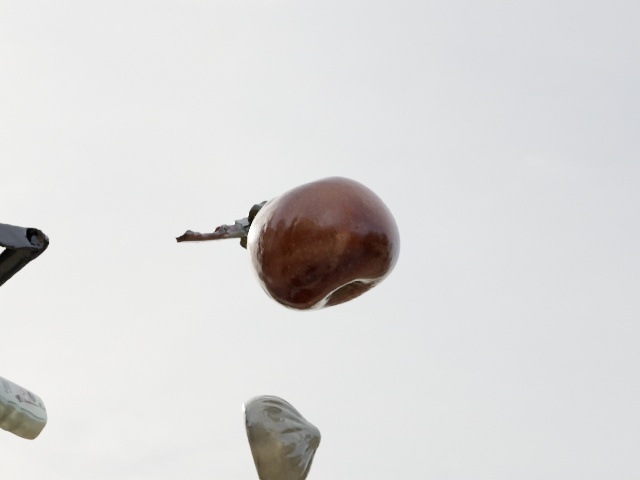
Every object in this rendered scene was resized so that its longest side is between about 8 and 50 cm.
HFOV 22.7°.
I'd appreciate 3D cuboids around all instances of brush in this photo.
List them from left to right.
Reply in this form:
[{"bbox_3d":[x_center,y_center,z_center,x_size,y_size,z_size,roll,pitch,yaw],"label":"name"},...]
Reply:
[{"bbox_3d":[-0.115,-0.012,2.337,0.084,0.071,0.301,-34,-12,27],"label":"brush"}]

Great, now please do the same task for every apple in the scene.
[{"bbox_3d":[0.000,0.000,2.052,0.201,0.162,0.201,-22,-15,-7],"label":"apple"}]

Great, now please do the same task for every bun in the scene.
[{"bbox_3d":[-0.045,0.262,2.053,0.094,0.138,0.138,-14,-24,0],"label":"bun"}]

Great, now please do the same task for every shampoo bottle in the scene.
[{"bbox_3d":[-0.403,0.187,1.917,0.152,0.077,0.045,30,-73,-35],"label":"shampoo bottle"}]

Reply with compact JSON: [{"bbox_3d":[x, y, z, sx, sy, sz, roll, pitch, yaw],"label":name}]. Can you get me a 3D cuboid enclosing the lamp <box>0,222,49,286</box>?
[{"bbox_3d":[-0.535,-0.060,1.832,0.205,0.272,0.374,-36,-18,28],"label":"lamp"}]
